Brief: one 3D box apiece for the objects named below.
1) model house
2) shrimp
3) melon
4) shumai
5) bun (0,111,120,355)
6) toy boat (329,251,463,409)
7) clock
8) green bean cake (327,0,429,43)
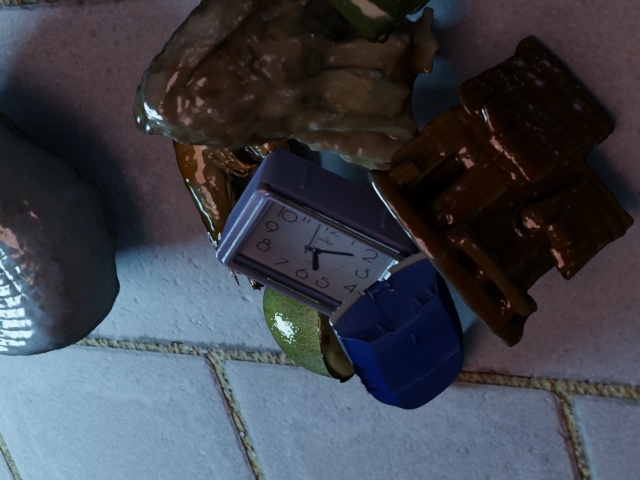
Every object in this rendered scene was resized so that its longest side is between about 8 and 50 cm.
[{"bbox_3d":[0.190,-0.049,1.609,0.229,0.219,0.199,-45,78,4],"label":"model house"},{"bbox_3d":[-0.091,-0.060,1.905,0.150,0.068,0.249,5,119,29],"label":"shrimp"},{"bbox_3d":[-0.022,0.100,1.959,0.128,0.079,0.160,7,126,32],"label":"melon"},{"bbox_3d":[-0.019,-0.141,1.620,0.262,0.314,0.267,40,126,-1],"label":"shumai"},{"bbox_3d":[-0.398,-0.024,2.069,0.354,0.194,0.354,22,136,23],"label":"bun"},{"bbox_3d":[0.094,0.116,1.816,0.088,0.129,0.295,52,175,28],"label":"toy boat"},{"bbox_3d":[0.001,-0.001,1.826,0.193,0.073,0.145,26,138,-8],"label":"clock"},{"bbox_3d":[0.097,-0.293,1.479,0.113,0.200,0.214,44,136,1],"label":"green bean cake"}]
